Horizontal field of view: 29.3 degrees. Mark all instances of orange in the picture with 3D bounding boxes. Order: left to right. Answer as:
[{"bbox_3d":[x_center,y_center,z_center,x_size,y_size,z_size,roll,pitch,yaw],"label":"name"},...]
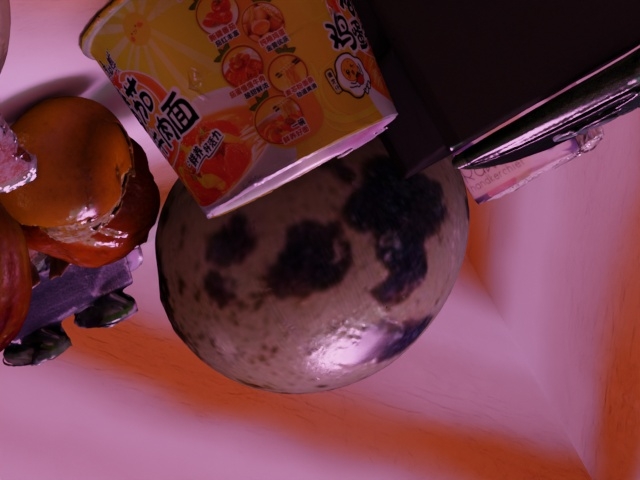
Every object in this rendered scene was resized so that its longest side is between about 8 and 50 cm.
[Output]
[{"bbox_3d":[-0.263,-0.073,1.250,0.134,0.156,0.156,12,-167,16],"label":"orange"}]

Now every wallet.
[{"bbox_3d":[0.261,-0.133,1.265,0.236,0.055,0.160,-29,174,30],"label":"wallet"}]

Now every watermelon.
[{"bbox_3d":[-0.322,-0.088,1.085,0.139,0.071,0.187,-38,166,38],"label":"watermelon"}]

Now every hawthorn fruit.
[{"bbox_3d":[-0.282,-0.048,1.438,0.179,0.173,0.173,-36,-177,-32],"label":"hawthorn fruit"}]

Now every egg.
[{"bbox_3d":[0.000,0.000,1.486,0.428,0.345,0.345,-26,178,-40],"label":"egg"}]

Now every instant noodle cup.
[{"bbox_3d":[-0.064,-0.152,1.132,0.264,0.200,0.264,-28,179,-1],"label":"instant noodle cup"}]

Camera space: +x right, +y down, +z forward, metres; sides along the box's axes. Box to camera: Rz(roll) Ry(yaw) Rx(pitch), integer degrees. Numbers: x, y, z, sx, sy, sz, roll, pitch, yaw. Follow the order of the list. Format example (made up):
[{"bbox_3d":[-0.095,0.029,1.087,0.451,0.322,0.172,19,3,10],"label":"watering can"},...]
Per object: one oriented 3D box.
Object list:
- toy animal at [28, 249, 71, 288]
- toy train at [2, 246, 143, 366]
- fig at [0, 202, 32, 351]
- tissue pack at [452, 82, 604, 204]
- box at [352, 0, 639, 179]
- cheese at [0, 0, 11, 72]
[{"bbox_3d":[-0.388,-0.027,1.482,0.089,0.179,0.188,-30,-144,14],"label":"toy animal"},{"bbox_3d":[-0.426,0.066,1.825,0.249,0.173,0.307,7,-153,44],"label":"toy train"},{"bbox_3d":[-0.423,0.053,1.301,0.263,0.224,0.224,-30,179,30],"label":"fig"},{"bbox_3d":[0.289,-0.257,2.047,0.242,0.344,0.125,-30,178,44],"label":"tissue pack"},{"bbox_3d":[0.187,-0.260,1.303,0.345,0.251,0.204,-29,180,-14],"label":"box"},{"bbox_3d":[-0.284,-0.077,0.591,0.266,0.127,0.233,-33,174,41],"label":"cheese"}]
